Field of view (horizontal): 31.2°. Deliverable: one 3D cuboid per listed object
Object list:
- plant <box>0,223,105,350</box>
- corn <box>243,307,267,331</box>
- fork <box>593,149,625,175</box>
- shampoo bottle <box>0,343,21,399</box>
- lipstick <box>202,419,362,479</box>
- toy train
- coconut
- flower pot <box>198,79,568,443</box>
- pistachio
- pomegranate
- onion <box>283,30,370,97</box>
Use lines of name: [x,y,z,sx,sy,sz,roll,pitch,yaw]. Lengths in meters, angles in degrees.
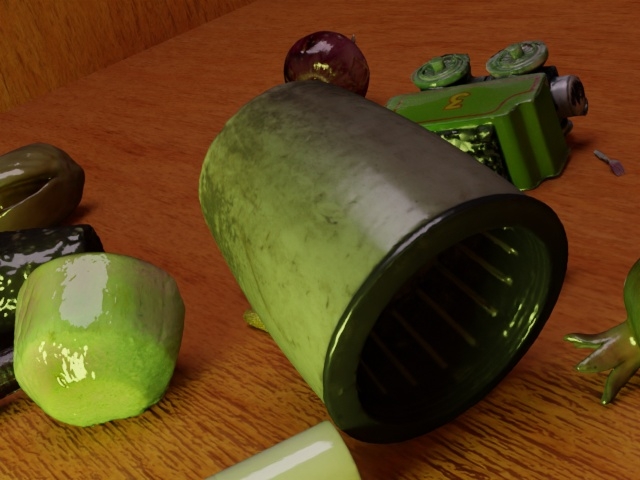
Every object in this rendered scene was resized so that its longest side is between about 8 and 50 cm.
plant: [-0.480,0.078,1.727,0.321,0.181,0.194,-12,20,3]
corn: [-0.076,0.107,1.529,0.028,0.027,0.083,-24,19,-30]
fork: [0.420,-0.118,1.674,0.016,0.012,0.115,-12,21,-1]
shampoo bottle: [-0.501,0.213,1.521,0.278,0.104,0.104,-24,23,-14]
lipstick: [-0.119,0.279,1.082,0.327,0.087,0.087,-24,23,-12]
toy train: [0.245,-0.183,1.769,0.307,0.173,0.249,-5,32,30]
coconut: [-0.284,0.115,1.455,0.205,0.235,0.236,18,10,-22]
flower pot: [0.046,-0.005,1.199,0.294,0.293,0.330,-27,48,-19]
pistachio: [-0.592,-0.080,2.209,0.288,0.166,0.197,-28,0,-10]
pomegranate: [0.344,0.087,1.129,0.191,0.131,0.152,-37,23,17]
onion: [0.012,-0.331,2.283,0.177,0.177,0.153,-15,14,11]
